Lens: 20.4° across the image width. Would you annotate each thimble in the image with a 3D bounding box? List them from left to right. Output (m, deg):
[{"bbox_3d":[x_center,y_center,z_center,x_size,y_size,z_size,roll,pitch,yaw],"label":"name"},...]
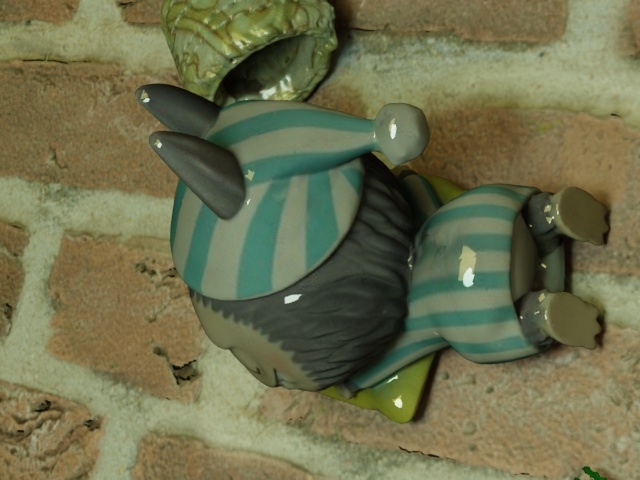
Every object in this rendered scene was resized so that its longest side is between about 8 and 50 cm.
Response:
[{"bbox_3d":[-0.069,-0.223,1.887,0.190,0.137,0.143,-31,53,11],"label":"thimble"}]

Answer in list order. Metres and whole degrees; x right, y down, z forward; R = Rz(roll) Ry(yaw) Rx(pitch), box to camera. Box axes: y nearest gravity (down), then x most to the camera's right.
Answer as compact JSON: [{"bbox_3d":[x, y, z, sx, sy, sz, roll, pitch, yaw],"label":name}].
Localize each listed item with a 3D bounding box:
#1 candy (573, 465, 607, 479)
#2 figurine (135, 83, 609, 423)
[{"bbox_3d":[0.218,0.304,1.485,0.141,0.078,0.203,32,84,32],"label":"candy"},{"bbox_3d":[0.000,0.000,1.580,0.361,0.378,0.266,-9,69,40],"label":"figurine"}]
